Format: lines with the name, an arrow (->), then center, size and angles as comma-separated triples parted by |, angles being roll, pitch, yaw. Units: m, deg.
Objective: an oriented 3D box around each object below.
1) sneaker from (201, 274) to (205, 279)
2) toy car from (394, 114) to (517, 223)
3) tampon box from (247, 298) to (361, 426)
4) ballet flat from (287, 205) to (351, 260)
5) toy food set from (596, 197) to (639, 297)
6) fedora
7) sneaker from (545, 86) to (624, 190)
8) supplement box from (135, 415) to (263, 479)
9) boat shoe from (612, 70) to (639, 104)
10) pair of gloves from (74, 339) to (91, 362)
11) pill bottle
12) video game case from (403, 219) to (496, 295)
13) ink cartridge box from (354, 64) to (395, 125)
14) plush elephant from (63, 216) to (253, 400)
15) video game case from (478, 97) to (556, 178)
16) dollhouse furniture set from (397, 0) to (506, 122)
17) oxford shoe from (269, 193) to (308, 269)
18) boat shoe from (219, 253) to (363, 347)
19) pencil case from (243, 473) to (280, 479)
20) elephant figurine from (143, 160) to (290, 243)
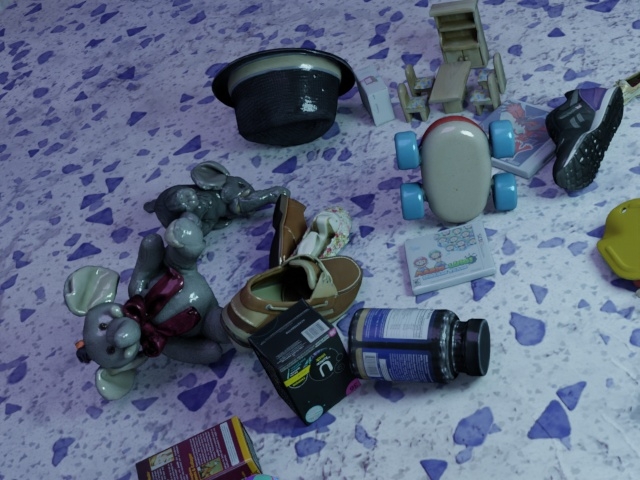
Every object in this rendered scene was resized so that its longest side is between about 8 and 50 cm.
sneaker -> -0.307, 0.077, 2.047 | 0.170, 0.068, 0.071 | 20, 40, 31
toy car -> 0.257, -0.170, 1.941 | 0.219, 0.210, 0.238 | -7, 28, 4
tampon box -> -0.025, 0.205, 1.661 | 0.120, 0.161, 0.101 | -36, 42, -14
ballet flat -> 0.000, 0.000, 1.954 | 0.091, 0.077, 0.241 | 9, 47, 20
toy food set -> 0.556, 0.022, 1.668 | 0.128, 0.071, 0.218 | -41, 33, 17
fedora -> -0.082, -0.310, 2.254 | 0.334, 0.334, 0.152 | -10, 71, 16
sneaker -> 0.486, -0.196, 1.917 | 0.124, 0.107, 0.283 | 10, 44, 33
supplement box -> -0.195, 0.382, 1.607 | 0.188, 0.081, 0.104 | -25, 39, -2
boat shoe -> 0.622, -0.311, 2.027 | 0.135, 0.045, 0.050 | -30, 39, -9
pair of gloves -> -0.456, 0.210, 1.993 | 0.083, 0.010, 0.074 | -32, 39, -10
pill bottle -> 0.164, 0.173, 1.632 | 0.219, 0.123, 0.123 | 0, 44, 21
video game case -> 0.239, 0.031, 1.845 | 0.157, 0.019, 0.143 | -16, 39, 10
ink cartridge box -> 0.124, -0.333, 2.268 | 0.052, 0.088, 0.122 | -20, 39, 0
plush elephant -> -0.324, 0.143, 1.814 | 0.255, 0.272, 0.330 | -32, 8, -32
video game case -> 0.410, -0.215, 2.041 | 0.183, 0.023, 0.201 | -41, 41, -21
dollhouse furniture set -> 0.295, -0.402, 2.203 | 0.212, 0.161, 0.242 | -2, 43, 24
oxford shoe -> -0.060, -0.002, 2.000 | 0.076, 0.076, 0.212 | 17, 53, -13
boat shoe -> -0.031, 0.088, 1.748 | 0.122, 0.120, 0.324 | 44, 40, 20
pencil case -> -0.058, 0.452, 1.449 | 0.104, 0.104, 0.236 | -29, 41, -7
elephant figurine -> -0.222, -0.086, 2.133 | 0.239, 0.186, 0.169 | -34, -5, -29
